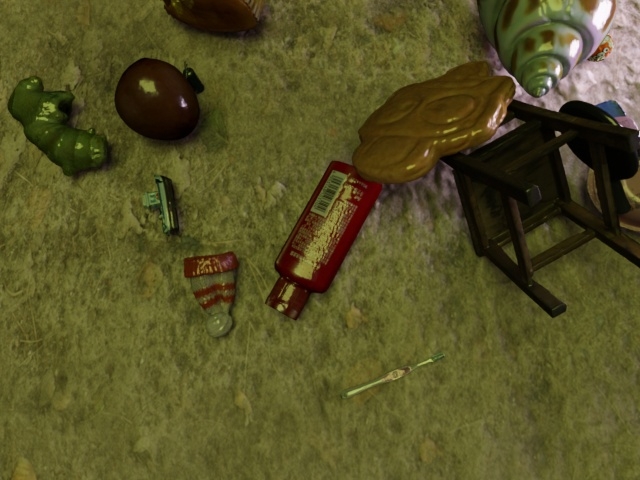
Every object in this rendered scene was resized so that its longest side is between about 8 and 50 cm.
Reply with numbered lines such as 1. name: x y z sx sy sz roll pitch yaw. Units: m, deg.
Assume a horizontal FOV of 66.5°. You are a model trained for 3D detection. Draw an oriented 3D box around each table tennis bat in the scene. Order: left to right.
1. table tennis bat: 0.457 -0.131 0.792 0.027 0.236 0.150 -40 31 4

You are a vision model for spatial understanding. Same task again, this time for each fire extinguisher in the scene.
1. fire extinguisher: -0.279 -0.350 1.060 0.025 0.083 0.037 -1 74 7

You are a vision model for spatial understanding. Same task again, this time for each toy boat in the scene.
1. toy boat: -0.332 -0.075 1.008 0.066 0.059 0.139 -9 72 -13

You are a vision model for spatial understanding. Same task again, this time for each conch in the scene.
1. conch: 0.406 -0.413 0.909 0.250 0.197 0.368 11 40 20

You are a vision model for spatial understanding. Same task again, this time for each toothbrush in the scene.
1. toothbrush: 0.131 0.246 0.888 0.204 0.022 0.017 -23 71 4

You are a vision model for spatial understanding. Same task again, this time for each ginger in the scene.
1. ginger: -0.581 -0.254 1.075 0.137 0.089 0.290 -38 73 -12

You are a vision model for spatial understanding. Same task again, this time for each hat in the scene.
1. hat: -0.206 0.106 0.945 0.112 0.093 0.162 -10 93 15

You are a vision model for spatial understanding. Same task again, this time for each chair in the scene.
1. chair: 0.340 -0.098 0.878 0.203 0.416 0.240 -30 118 0

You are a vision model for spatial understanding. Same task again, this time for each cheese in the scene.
1. cheese: 0.573 -0.135 0.901 0.189 0.074 0.285 -21 70 1

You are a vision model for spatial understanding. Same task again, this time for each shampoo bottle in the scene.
1. shampoo bottle: 0.000 0.000 0.938 0.118 0.076 0.314 27 81 8

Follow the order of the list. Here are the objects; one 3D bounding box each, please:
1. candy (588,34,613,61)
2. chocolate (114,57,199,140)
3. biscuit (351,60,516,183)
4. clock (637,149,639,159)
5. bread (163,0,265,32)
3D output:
1. candy: 0.557 -0.446 1.001 0.056 0.049 0.184 -23 59 47
2. chocolate: -0.335 -0.280 1.013 0.177 0.176 0.176 -2 75 7
3. biscuit: 0.205 -0.232 0.890 0.270 0.051 0.376 13 51 42
4. clock: 0.541 -0.171 0.881 0.083 0.010 0.074 21 70 26
5. bread: -0.239 -0.543 1.058 0.250 0.179 0.133 17 83 11
